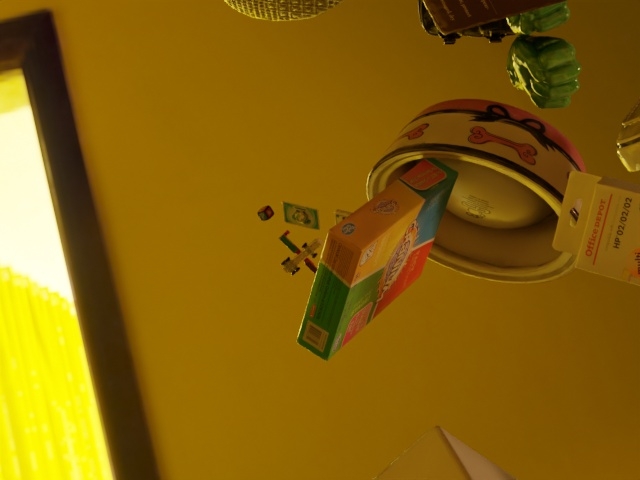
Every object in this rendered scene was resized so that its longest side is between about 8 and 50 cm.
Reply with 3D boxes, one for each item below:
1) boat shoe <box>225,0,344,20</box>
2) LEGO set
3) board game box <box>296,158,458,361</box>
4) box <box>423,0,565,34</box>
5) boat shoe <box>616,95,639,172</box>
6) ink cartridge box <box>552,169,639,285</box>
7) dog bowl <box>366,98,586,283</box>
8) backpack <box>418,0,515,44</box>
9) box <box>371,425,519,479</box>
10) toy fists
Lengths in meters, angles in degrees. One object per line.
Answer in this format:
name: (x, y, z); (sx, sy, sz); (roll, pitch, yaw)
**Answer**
boat shoe: (0.011, -0.571, 2.061); (0.500, 0.156, 0.187); (-19, -36, 38)
LEGO set: (0.000, 0.000, 1.989); (0.244, 0.182, 0.060); (13, 40, 24)
board game box: (0.097, 0.025, 1.752); (0.316, 0.064, 0.242); (-37, -28, -46)
box: (0.212, -0.383, 1.275); (0.203, 0.168, 0.167); (-12, -39, 27)
boat shoe: (0.387, -0.181, 1.059); (0.302, 0.094, 0.109); (-40, 12, -24)
ink cartridge box: (0.356, -0.008, 1.201); (0.181, 0.104, 0.061); (16, 17, 20)
dog bowl: (0.297, -0.092, 1.912); (0.408, 0.150, 0.408); (19, -27, 10)
backpack: (0.300, -0.530, 2.038); (0.225, 0.191, 0.253); (2, -35, 8)
box: (0.159, 0.357, 0.996); (0.215, 0.168, 0.345); (-44, -50, 10)
toy fists: (0.371, -0.356, 1.819); (0.096, 0.279, 0.142); (-24, 28, -16)
